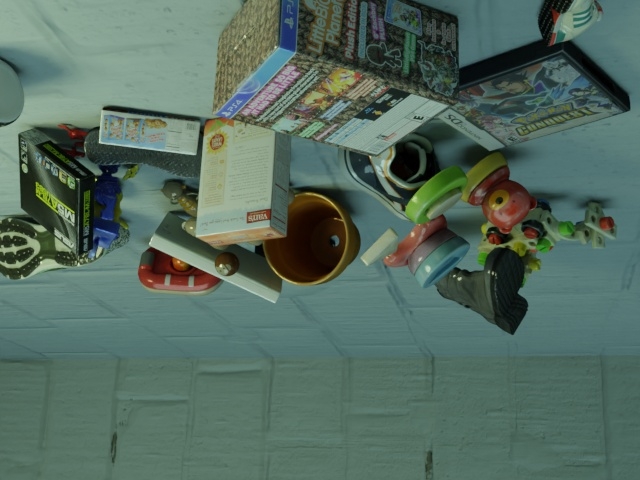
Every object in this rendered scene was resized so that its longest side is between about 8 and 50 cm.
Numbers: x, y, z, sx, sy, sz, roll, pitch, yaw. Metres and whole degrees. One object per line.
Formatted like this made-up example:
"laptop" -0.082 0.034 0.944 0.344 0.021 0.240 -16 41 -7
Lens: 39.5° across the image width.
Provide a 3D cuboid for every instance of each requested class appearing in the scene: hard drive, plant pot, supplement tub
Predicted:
"hard drive" -0.233 0.037 2.058 0.308 0.040 0.203 26 -167 -8
"plant pot" 0.000 0.000 2.020 0.205 0.205 0.188 -6 175 22
"supplement tub" -0.602 -0.232 1.492 0.191 0.116 0.117 -8 159 28

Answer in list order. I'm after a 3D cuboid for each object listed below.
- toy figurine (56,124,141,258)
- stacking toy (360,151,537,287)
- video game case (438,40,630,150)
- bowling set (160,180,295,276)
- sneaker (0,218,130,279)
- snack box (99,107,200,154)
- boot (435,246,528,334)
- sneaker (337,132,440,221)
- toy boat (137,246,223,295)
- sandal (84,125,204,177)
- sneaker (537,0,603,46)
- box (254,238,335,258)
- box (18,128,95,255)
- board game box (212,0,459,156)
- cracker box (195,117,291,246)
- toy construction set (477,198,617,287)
"toy figurine" -0.479 -0.062 1.824 0.191 0.217 0.362 10 159 -22
"stacking toy" 0.250 -0.013 1.705 0.309 0.130 0.280 -50 160 27
"video game case" 0.337 -0.237 1.497 0.275 0.035 0.248 -14 156 39
"bowling set" -0.203 -0.039 1.904 0.287 0.199 0.154 -13 151 27
"sneaker" -0.645 0.015 2.221 0.411 0.158 0.182 -3 179 29
"snack box" -0.314 -0.200 1.639 0.178 0.064 0.022 6 -158 -11
"boot" 0.342 0.092 2.025 0.223 0.118 0.338 27 158 27
"sneaker" 0.179 -0.119 1.723 0.128 0.126 0.321 -14 157 37
"toy boat" -0.355 0.048 2.306 0.231 0.151 0.151 3 132 -4
"sandal" -0.315 -0.180 1.691 0.255 0.097 0.054 8 -159 -12
"sneaker" 0.354 -0.327 1.221 0.075 0.057 0.161 -13 161 -7
"box" -0.063 0.028 2.238 0.158 0.093 0.156 -4 160 22
"box" -0.509 -0.093 1.717 0.045 0.191 0.184 -28 144 -43
"board game box" 0.021 -0.255 1.313 0.291 0.141 0.232 12 159 -26
"cracker box" -0.137 -0.113 1.608 0.156 0.232 0.067 -7 159 26
"toy construction set" 0.491 0.004 2.010 0.328 0.151 0.215 -26 123 40
